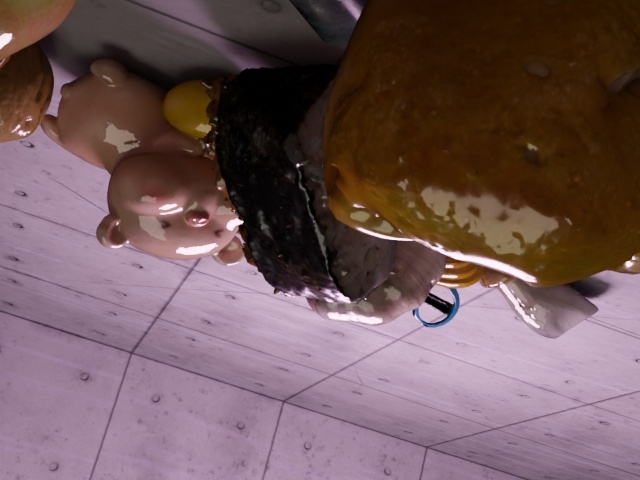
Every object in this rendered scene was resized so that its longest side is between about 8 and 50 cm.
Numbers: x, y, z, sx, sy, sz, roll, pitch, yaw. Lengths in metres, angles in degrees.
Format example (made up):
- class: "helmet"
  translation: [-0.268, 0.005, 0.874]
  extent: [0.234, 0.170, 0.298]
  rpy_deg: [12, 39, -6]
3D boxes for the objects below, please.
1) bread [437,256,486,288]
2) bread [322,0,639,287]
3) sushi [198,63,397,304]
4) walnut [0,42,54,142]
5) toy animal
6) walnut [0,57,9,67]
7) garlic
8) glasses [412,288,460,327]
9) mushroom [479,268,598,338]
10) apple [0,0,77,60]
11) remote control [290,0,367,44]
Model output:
- class: "bread"
  translation: [0.210, 0.017, 1.757]
  extent: [0.119, 0.084, 0.177]
  rpy_deg: [7, 153, 19]
- class: "bread"
  translation: [0.188, -0.142, 0.980]
  extent: [0.361, 0.394, 0.250]
  rpy_deg: [13, 144, 13]
- class: "sushi"
  translation: [-0.010, -0.082, 1.431]
  extent: [0.207, 0.234, 0.349]
  rpy_deg: [8, 126, 35]
- class: "walnut"
  translation: [-0.450, -0.219, 1.491]
  extent: [0.149, 0.167, 0.166]
  rpy_deg: [10, 165, -33]
- class: "toy animal"
  translation: [-0.226, -0.099, 1.525]
  extent: [0.345, 0.247, 0.277]
  rpy_deg: [25, 155, -23]
- class: "walnut"
  translation: [-0.516, -0.307, 1.267]
  extent: [0.209, 0.209, 0.336]
  rpy_deg: [-4, 142, 41]
- class: "garlic"
  translation: [0.089, 0.038, 1.661]
  extent: [0.245, 0.245, 0.253]
  rpy_deg: [6, 156, 24]
- class: "glasses"
  translation: [0.129, 0.093, 1.972]
  extent: [0.239, 0.102, 0.207]
  rpy_deg: [26, 157, -27]
- class: "mushroom"
  translation: [0.376, 0.097, 1.849]
  extent: [0.225, 0.093, 0.116]
  rpy_deg: [31, 141, -14]
- class: "apple"
  translation: [-0.392, -0.313, 1.033]
  extent: [0.319, 0.319, 0.277]
  rpy_deg: [4, 128, 26]
- class: "remote control"
  translation: [-0.043, -0.327, 1.108]
  extent: [0.107, 0.044, 0.377]
  rpy_deg: [-2, 154, 30]
